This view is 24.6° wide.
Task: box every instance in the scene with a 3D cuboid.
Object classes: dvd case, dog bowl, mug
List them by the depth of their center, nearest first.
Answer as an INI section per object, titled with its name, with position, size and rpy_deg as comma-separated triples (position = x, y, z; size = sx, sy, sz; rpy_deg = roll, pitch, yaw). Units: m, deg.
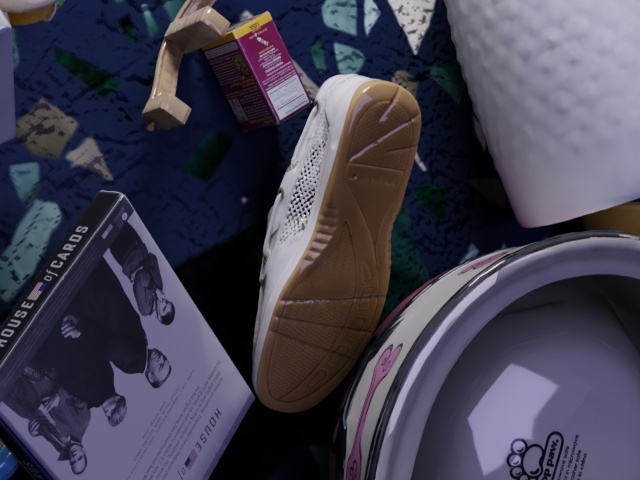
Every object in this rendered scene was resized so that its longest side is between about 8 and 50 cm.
[dvd case]
position = -0.142, 0.110, 1.052
size = 0.179, 0.029, 0.239
rpy_deg = -59, 140, -31
[dog bowl]
position = 0.186, 0.188, 1.225
size = 0.408, 0.150, 0.408
rpy_deg = -3, 97, -25
[mug]
position = 0.261, -0.214, 1.232
size = 0.276, 0.374, 0.328
rpy_deg = -21, 92, -18

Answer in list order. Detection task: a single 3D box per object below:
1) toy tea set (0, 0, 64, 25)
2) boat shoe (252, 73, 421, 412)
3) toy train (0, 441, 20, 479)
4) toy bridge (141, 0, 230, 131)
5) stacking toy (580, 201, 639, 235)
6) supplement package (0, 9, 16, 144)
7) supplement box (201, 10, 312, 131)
[toy tea set]
position = -0.282, -0.161, 1.011
size = 0.200, 0.124, 0.336
rpy_deg = 37, 65, 5
[boat shoe]
position = 0.000, 0.000, 1.189
size = 0.098, 0.096, 0.277
rpy_deg = 15, 97, -35
[toy train]
position = -0.294, 0.158, 0.930
size = 0.143, 0.105, 0.248
rpy_deg = 61, 41, -27
[toy bridge]
position = -0.098, -0.163, 1.151
size = 0.026, 0.063, 0.188
rpy_deg = 36, 64, -28
[stacking toy]
position = 0.428, 0.030, 1.395
size = 0.279, 0.309, 0.130
rpy_deg = -2, 94, -47
[supplement package]
position = -0.295, -0.158, 0.859
size = 0.134, 0.139, 0.244
rpy_deg = -28, 73, -20
[supplement box]
position = -0.052, -0.135, 1.187
size = 0.043, 0.055, 0.083
rpy_deg = -35, 106, -33
